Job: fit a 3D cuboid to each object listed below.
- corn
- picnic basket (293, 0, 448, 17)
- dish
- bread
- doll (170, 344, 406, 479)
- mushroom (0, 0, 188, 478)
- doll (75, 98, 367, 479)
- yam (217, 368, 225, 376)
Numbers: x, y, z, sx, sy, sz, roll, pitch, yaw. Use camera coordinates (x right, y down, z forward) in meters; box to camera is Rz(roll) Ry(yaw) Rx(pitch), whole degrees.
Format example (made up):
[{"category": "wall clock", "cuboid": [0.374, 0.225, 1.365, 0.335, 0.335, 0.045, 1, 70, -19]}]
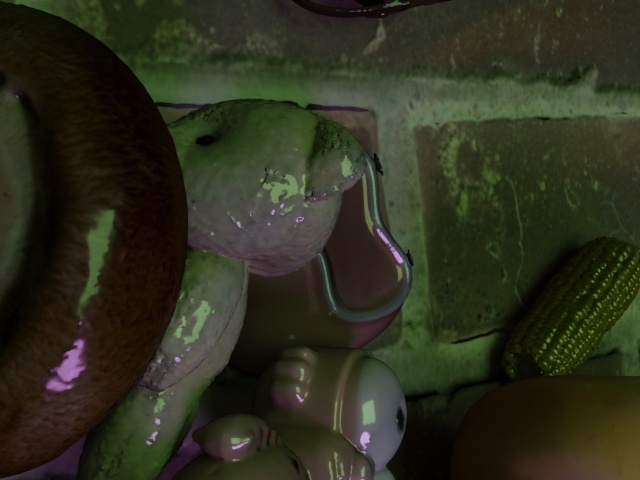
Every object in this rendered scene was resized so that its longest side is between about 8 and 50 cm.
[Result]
[{"category": "corn", "cuboid": [0.256, 0.069, 1.130, 0.238, 0.080, 0.080, -42, 113, -42]}, {"category": "picnic basket", "cuboid": [0.043, -0.249, 0.933, 0.178, 0.138, 0.128, -5, 81, -12]}, {"category": "dish", "cuboid": [0.000, 0.000, 0.877, 0.213, 0.090, 0.213, 8, 79, -43]}, {"category": "bread", "cuboid": [0.301, 0.263, 0.949, 0.424, 0.329, 0.245, 35, 40, -35]}, {"category": "doll", "cuboid": [-0.027, 0.163, 0.732, 0.278, 0.119, 0.154, -38, 126, -61]}, {"category": "mushroom", "cuboid": [-0.183, -0.004, 0.596, 0.153, 0.253, 0.253, 14, 73, -70]}, {"category": "doll", "cuboid": [-0.091, 0.033, 0.713, 0.149, 0.175, 0.278, 22, 93, -31]}, {"category": "yam", "cuboid": [-0.096, 0.055, 0.828, 0.014, 0.014, 0.107, -44, 114, -39]}]
